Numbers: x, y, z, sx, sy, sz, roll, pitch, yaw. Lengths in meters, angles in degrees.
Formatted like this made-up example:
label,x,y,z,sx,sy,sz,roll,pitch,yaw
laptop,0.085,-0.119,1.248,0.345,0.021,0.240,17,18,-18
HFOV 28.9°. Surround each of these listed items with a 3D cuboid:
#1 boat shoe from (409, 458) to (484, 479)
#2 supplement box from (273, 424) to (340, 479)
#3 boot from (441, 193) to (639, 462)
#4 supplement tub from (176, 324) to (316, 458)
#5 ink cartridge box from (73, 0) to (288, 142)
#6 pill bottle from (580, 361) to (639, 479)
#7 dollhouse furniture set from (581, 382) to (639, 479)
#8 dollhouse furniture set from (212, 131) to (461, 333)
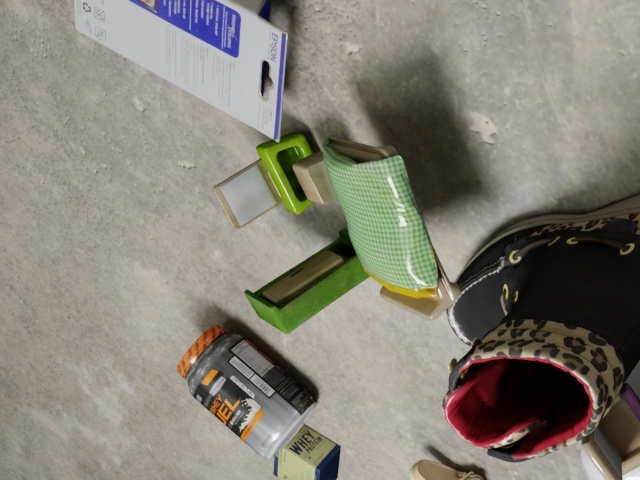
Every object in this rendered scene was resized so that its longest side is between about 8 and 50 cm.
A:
label,x,y,z,sx,sy,sz,roll,pitch,yaw
boat shoe,0.202,0.339,1.668,0.170,0.063,0.059,30,137,7
supplement box,-0.021,0.333,1.872,0.083,0.056,0.083,28,138,23
boot,0.213,0.094,1.255,0.377,0.284,0.138,-19,108,50
supplement tub,-0.110,0.217,1.807,0.190,0.117,0.117,39,141,11
ink cartridge box,-0.157,-0.261,1.478,0.333,0.065,0.165,32,139,21
pill bottle,0.380,0.258,1.341,0.160,0.160,0.283,-10,115,47
dollhouse furniture set,0.434,0.209,1.118,0.303,0.198,0.286,-34,95,18
dollhouse furniture set,0.000,0.000,1.396,0.197,0.151,0.301,63,164,-19
